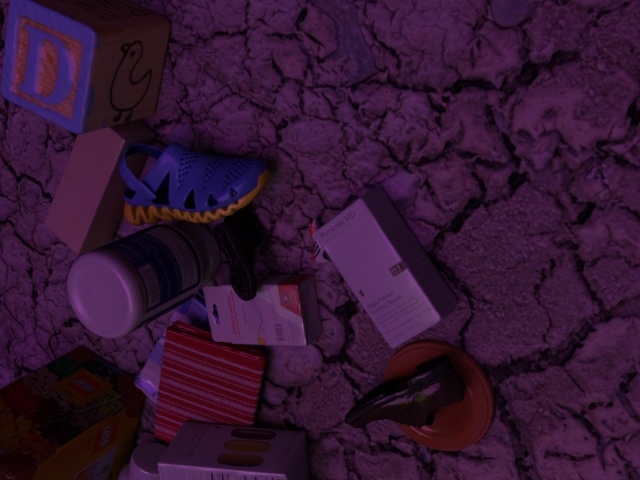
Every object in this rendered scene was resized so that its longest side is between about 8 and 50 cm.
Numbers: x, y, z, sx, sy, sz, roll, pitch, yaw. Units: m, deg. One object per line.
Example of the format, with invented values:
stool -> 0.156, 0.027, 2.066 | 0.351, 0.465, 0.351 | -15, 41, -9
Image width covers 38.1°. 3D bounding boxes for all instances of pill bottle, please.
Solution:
pill bottle -> -0.299, 0.058, 1.621 | 0.153, 0.265, 0.153 | 9, 110, 27
pill bottle -> -0.362, 0.529, 1.907 | 0.124, 0.124, 0.221 | 29, 119, 19

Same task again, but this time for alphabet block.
alphabet block -> -0.403, -0.314, 1.592 | 0.193, 0.197, 0.192 | 28, 120, 19

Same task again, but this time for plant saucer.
plant saucer -> 0.191, 0.264, 1.545 | 0.200, 0.037, 0.199 | 11, 112, 28

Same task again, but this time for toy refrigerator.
toy refrigerator -> -0.412, -0.114, 1.733 | 0.102, 0.094, 0.269 | 39, 120, 17

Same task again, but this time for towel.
towel -> -0.212, 0.293, 1.756 | 0.199, 0.031, 0.274 | 18, 119, 10
towel -> -0.238, 0.247, 1.791 | 0.209, 0.034, 0.285 | 40, 122, 12

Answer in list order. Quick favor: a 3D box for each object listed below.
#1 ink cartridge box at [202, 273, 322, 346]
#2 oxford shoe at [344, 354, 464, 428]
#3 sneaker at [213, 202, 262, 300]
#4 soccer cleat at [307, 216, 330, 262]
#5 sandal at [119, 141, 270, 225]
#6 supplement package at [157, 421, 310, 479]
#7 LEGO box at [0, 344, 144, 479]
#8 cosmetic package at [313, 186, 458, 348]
ink cartridge box -> -0.104, 0.122, 1.646 | 0.198, 0.067, 0.115 | -1, 106, 28
oxford shoe -> 0.134, 0.273, 1.510 | 0.227, 0.083, 0.096 | -29, 96, 35
sneaker -> -0.129, 0.014, 1.603 | 0.051, 0.089, 0.170 | -24, 88, 40
soccer cleat -> 0.000, 0.000, 1.570 | 0.036, 0.029, 0.083 | 5, 113, 20
sandal -> -0.234, -0.108, 1.596 | 0.317, 0.126, 0.138 | -5, 119, 28
supplement package -> -0.154, 0.434, 1.709 | 0.244, 0.139, 0.133 | 1, 114, 14
LEGO box -> -0.583, 0.522, 1.884 | 0.193, 0.372, 0.500 | 28, 118, 20
cosmetic package -> 0.105, 0.043, 1.490 | 0.117, 0.085, 0.231 | -37, 88, 34
